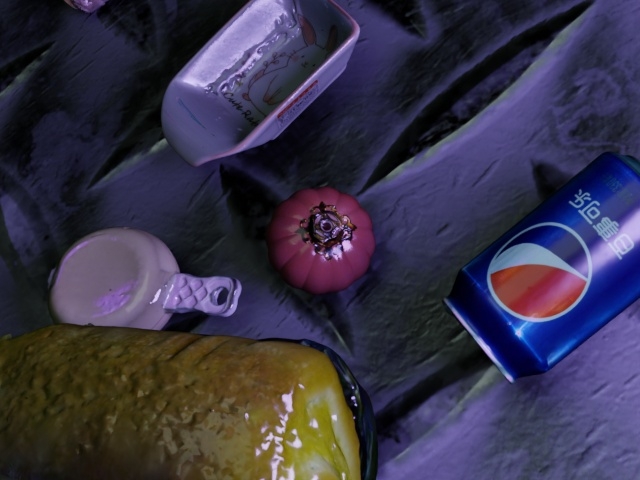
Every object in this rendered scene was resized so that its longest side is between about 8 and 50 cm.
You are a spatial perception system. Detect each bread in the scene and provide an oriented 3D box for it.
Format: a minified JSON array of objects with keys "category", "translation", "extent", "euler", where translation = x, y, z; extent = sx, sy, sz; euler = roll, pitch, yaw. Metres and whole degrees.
[{"category":"bread","translation":[-0.136,0.193,1.033],"extent":[0.377,0.208,0.251],"euler":[4,71,25]}]

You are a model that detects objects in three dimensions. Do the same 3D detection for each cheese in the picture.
[{"category":"cheese","translation":[-0.182,0.052,1.210],"extent":[0.227,0.064,0.137],"euler":[2,68,30]}]

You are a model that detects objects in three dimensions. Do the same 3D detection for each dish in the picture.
[{"category":"dish","translation":[-0.067,-0.171,1.271],"extent":[0.234,0.064,0.154],"euler":[-44,53,-1]}]

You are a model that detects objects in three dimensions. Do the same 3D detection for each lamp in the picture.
[{"category":"lamp","translation":[0.000,0.000,1.125],"extent":[0.108,0.092,0.107],"euler":[3,71,-7]}]

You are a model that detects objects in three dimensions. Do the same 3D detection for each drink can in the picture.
[{"category":"drink can","translation":[0.210,0.024,0.987],"extent":[0.205,0.118,0.118],"euler":[-41,53,4]}]

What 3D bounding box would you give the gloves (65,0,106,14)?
[{"category":"gloves","translation":[-0.276,-0.358,1.471],"extent":[0.110,0.094,0.144],"euler":[34,90,48]}]
